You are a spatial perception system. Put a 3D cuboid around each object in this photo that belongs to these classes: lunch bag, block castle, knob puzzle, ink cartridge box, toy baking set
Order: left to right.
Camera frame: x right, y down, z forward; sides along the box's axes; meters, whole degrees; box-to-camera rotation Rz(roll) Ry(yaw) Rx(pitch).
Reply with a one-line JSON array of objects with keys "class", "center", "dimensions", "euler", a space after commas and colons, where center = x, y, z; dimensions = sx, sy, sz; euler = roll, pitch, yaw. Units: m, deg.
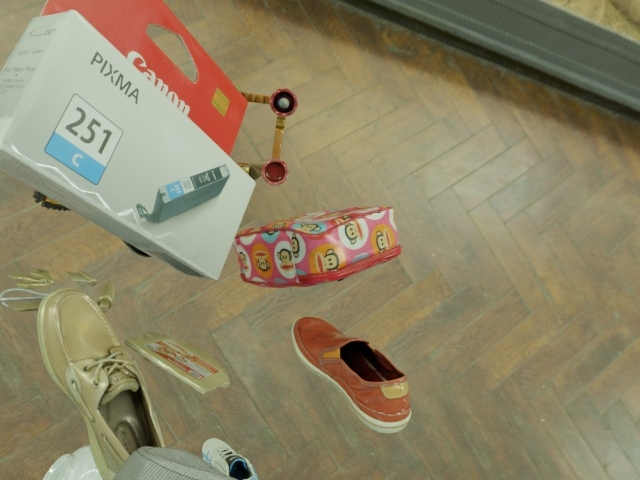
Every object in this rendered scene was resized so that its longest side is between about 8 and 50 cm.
[{"class": "toy baking set", "center": [-0.488, 0.103, 1.032], "dimensions": [0.197, 0.256, 0.030], "euler": [7, 101, -23]}, {"class": "ink cartridge box", "center": [-0.171, -0.131, 0.588], "dimensions": [0.296, 0.066, 0.261], "euler": [44, 58, -54]}, {"class": "knob puzzle", "center": [-0.257, 0.232, 1.035], "dimensions": [0.213, 0.213, 0.030], "euler": [28, 90, -11]}, {"class": "block castle", "center": [-0.311, -0.336, 1.674], "dimensions": [0.454, 0.213, 0.302], "euler": [7, 101, -9]}, {"class": "lunch bag", "center": [0.000, 0.000, 1.042], "dimensions": [0.258, 0.293, 0.120], "euler": [-20, 101, -38]}]

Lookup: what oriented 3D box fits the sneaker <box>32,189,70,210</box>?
[{"class": "sneaker", "center": [-0.578, -0.118, 1.357], "dimensions": [0.225, 0.088, 0.092], "euler": [17, 44, -30]}]

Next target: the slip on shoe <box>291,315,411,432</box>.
[{"class": "slip on shoe", "center": [0.052, 0.216, 1.017], "dimensions": [0.123, 0.331, 0.101], "euler": [-6, 113, -29]}]

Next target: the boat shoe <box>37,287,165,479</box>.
[{"class": "boat shoe", "center": [-0.335, 0.225, 0.878], "dimensions": [0.122, 0.110, 0.341], "euler": [-26, 90, -51]}]

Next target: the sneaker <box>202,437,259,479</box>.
[{"class": "sneaker", "center": [-0.203, 0.513, 1.255], "dimensions": [0.085, 0.237, 0.086], "euler": [1, 103, -34]}]

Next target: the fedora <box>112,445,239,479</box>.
[{"class": "fedora", "center": [-0.151, 0.314, 0.618], "dimensions": [0.275, 0.244, 0.124], "euler": [33, 69, -24]}]

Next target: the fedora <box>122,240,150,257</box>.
[{"class": "fedora", "center": [-0.349, -0.122, 1.303], "dimensions": [0.153, 0.334, 0.333], "euler": [0, 75, 18]}]

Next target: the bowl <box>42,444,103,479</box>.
[{"class": "bowl", "center": [-0.728, 0.723, 1.611], "dimensions": [0.134, 0.298, 0.297], "euler": [43, 67, -26]}]
